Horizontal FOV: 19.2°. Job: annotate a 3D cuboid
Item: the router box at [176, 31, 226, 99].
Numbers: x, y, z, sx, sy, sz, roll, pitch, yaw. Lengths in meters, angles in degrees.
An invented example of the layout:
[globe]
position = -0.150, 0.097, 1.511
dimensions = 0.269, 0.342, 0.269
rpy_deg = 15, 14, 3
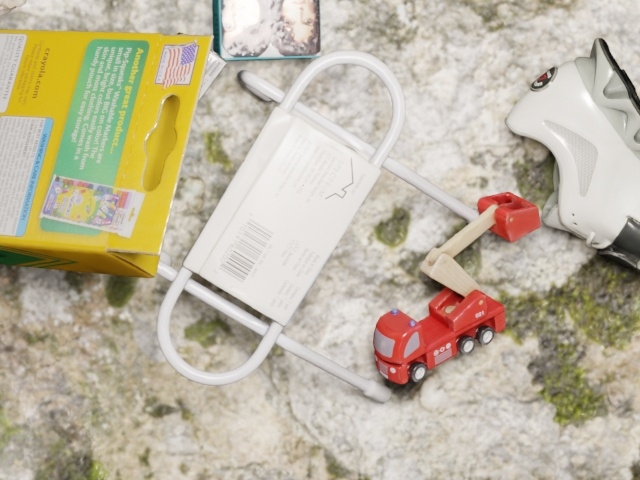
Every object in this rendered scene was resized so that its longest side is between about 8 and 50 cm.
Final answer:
[router box]
position = -0.164, -0.111, 1.782
dimensions = 0.046, 0.133, 0.179
rpy_deg = 37, 90, -12

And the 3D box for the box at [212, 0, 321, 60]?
[box]
position = -0.054, -0.295, 1.814
dimensions = 0.101, 0.060, 0.244
rpy_deg = -3, 97, -8

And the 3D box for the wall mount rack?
[wall mount rack]
position = 0.000, 0.000, 1.831
dimensions = 0.304, 0.130, 0.350
rpy_deg = 32, 92, -8

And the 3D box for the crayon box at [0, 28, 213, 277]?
[crayon box]
position = -0.233, -0.079, 1.684
dimensions = 0.323, 0.083, 0.203
rpy_deg = 5, 74, 30

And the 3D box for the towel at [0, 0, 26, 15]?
[towel]
position = -0.398, -0.287, 1.726
dimensions = 0.282, 0.049, 0.187
rpy_deg = -2, 96, 15

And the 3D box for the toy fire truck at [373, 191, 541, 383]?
[toy fire truck]
position = 0.132, 0.045, 1.856
dimensions = 0.192, 0.047, 0.135
rpy_deg = -26, 126, -26

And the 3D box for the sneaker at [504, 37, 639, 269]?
[sneaker]
position = 0.304, -0.030, 1.887
dimensions = 0.146, 0.122, 0.330
rpy_deg = -32, 102, 14
